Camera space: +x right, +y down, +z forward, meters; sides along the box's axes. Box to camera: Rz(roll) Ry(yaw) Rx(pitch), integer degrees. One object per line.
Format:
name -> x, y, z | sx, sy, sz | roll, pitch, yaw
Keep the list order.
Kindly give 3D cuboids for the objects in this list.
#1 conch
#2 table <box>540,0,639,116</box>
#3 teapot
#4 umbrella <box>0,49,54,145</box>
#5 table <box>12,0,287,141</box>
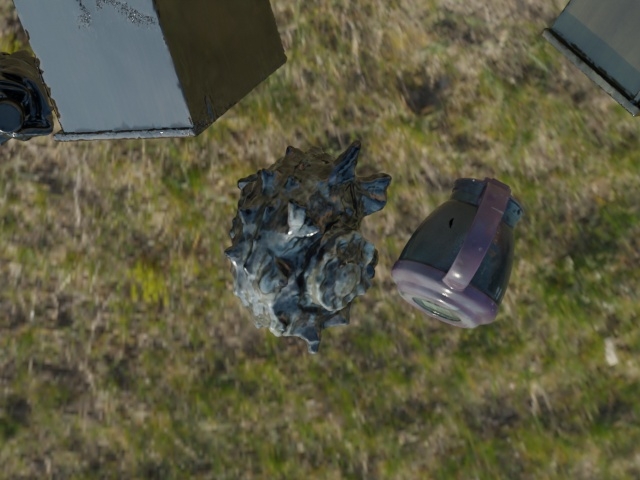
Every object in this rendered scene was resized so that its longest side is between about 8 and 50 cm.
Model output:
conch -> -0.008, 0.011, 1.526 | 0.186, 0.313, 0.241 | -2, 89, 7
table -> 0.181, -0.121, 0.687 | 0.083, 0.070, 0.082 | -12, 141, -50
teapot -> 0.141, 0.001, 1.317 | 0.146, 0.116, 0.148 | -64, 150, -12
umbrella -> -0.400, -0.178, 1.671 | 0.122, 0.272, 0.110 | 35, 98, -17
table -> -0.163, -0.214, 1.178 | 0.172, 0.169, 0.193 | 1, 122, 32
